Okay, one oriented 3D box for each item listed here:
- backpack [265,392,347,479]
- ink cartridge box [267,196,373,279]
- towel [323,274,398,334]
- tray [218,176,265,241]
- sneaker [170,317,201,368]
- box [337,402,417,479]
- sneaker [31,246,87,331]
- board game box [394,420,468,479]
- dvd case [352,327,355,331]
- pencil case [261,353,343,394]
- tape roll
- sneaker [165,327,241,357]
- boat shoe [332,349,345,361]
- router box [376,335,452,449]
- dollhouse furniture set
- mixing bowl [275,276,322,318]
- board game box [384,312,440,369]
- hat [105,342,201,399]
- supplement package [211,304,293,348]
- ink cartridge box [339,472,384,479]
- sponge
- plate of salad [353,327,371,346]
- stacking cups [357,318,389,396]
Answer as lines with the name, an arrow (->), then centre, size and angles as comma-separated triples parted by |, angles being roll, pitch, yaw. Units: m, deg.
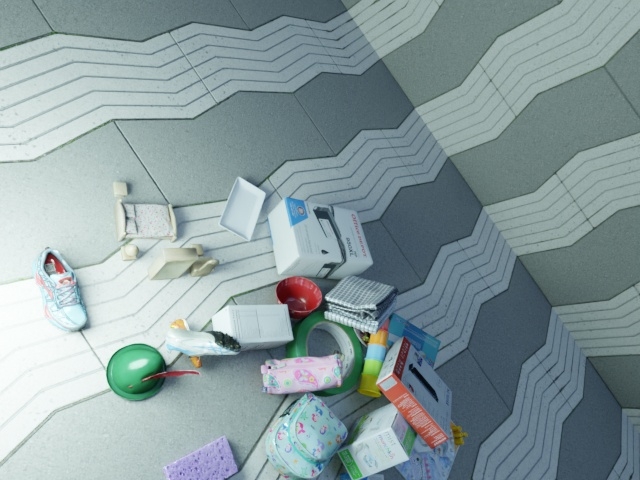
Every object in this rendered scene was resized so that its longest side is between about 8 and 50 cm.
backpack -> -0.050, 0.669, 1.612 | 0.225, 0.191, 0.253 | 47, 53, 5
ink cartridge box -> 0.000, 0.000, 2.038 | 0.394, 0.166, 0.286 | 8, 55, -36
towel -> 0.165, 0.241, 1.928 | 0.283, 0.234, 0.122 | -31, 131, -59
tray -> -0.320, -0.127, 1.960 | 0.145, 0.030, 0.271 | 30, 50, -21
sneaker -> -0.442, 0.344, 1.575 | 0.067, 0.064, 0.175 | -25, 78, -23
box -> 0.215, 0.700, 1.713 | 0.127, 0.231, 0.262 | 60, 20, 6
sneaker -> -0.753, 0.140, 1.381 | 0.104, 0.125, 0.262 | -25, 83, -44
board game box -> 0.434, 0.823, 2.007 | 0.390, 0.050, 0.390 | 50, 45, -5
dvd case -> 0.190, 0.299, 2.128 | 0.179, 0.029, 0.239 | 23, 52, -27
pencil case -> -0.064, 0.466, 1.674 | 0.283, 0.124, 0.124 | -2, 63, -6
tape roll -> 0.020, 0.440, 1.873 | 0.321, 0.077, 0.322 | 19, 55, -30
sneaker -> -0.371, 0.334, 1.520 | 0.237, 0.086, 0.085 | 10, 20, -4
boat shoe -> 0.041, 0.476, 1.784 | 0.049, 0.056, 0.152 | 36, 43, -2
router box -> 0.363, 0.557, 1.806 | 0.301, 0.082, 0.335 | 49, 20, 2
dollhouse furniture set -> -0.524, -0.062, 1.654 | 0.303, 0.173, 0.356 | 0, 66, -40
mixing bowl -> -0.093, 0.238, 1.863 | 0.181, 0.098, 0.182 | 10, 40, -8
board game box -> 0.357, 0.514, 2.063 | 0.253, 0.079, 0.336 | 32, 48, 0
hat -> -0.502, 0.363, 1.414 | 0.208, 0.183, 0.173 | -5, 68, -41
supplement package -> -0.241, 0.310, 1.694 | 0.243, 0.133, 0.139 | 6, 62, -37
ink cartridge box -> 0.150, 0.933, 1.683 | 0.148, 0.086, 0.203 | 20, 54, -29
sponge -> -0.360, 0.693, 1.446 | 0.210, 0.031, 0.117 | -13, 74, -42
plate of salad -> 0.198, 0.354, 2.024 | 0.199, 0.048, 0.200 | 36, 40, -38
stacking cups -> 0.217, 0.456, 1.917 | 0.096, 0.096, 0.317 | 28, 57, -24
